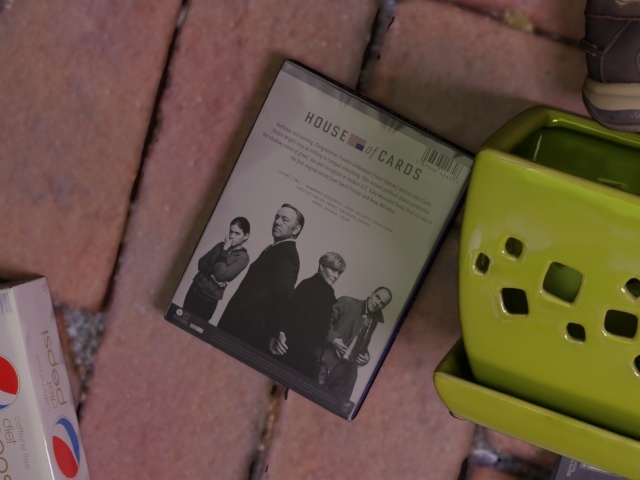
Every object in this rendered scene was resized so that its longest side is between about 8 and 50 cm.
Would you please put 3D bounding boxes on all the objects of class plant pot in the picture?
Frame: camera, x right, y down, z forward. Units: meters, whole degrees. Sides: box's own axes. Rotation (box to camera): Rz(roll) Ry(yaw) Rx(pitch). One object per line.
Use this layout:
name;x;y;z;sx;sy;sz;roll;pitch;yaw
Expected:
plant pot;0.211;0.041;1.386;0.228;0.227;0.207;19;107;12

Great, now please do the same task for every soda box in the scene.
soda box;-0.249;0.144;1.599;0.069;0.074;0.216;-10;93;17

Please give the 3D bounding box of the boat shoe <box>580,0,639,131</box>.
boat shoe;0.353;-0.165;1.355;0.355;0.132;0.130;-9;105;16

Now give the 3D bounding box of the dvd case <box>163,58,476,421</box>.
dvd case;0.000;0.000;1.535;0.179;0.029;0.239;29;103;11

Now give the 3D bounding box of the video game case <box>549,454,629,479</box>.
video game case;0.290;0.251;1.410;0.274;0.196;0.026;11;134;14
